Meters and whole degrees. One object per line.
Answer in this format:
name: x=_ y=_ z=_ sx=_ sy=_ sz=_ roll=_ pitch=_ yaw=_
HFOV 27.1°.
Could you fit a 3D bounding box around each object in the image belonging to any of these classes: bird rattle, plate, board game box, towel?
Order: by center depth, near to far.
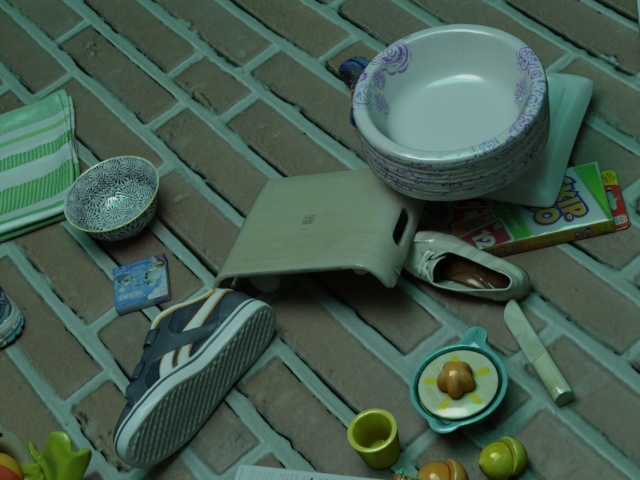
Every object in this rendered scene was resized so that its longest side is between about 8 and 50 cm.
bird rattle: x=-0.439 y=0.360 z=1.824 sx=0.143 sy=0.207 sz=0.253 roll=-14 pitch=34 yaw=33
board game box: x=0.325 y=-0.043 z=2.002 sx=0.259 sy=0.039 sz=0.124 roll=-11 pitch=48 yaw=7
plate: x=0.263 y=-0.185 z=2.081 sx=0.278 sy=0.045 sz=0.277 roll=10 pitch=55 yaw=21
board game box: x=-0.288 y=0.070 z=2.136 sx=0.090 sy=0.020 sz=0.090 roll=-17 pitch=48 yaw=5
towel: x=-0.551 y=-0.129 z=2.400 sx=0.248 sy=0.038 sz=0.325 roll=-21 pitch=46 yaw=3

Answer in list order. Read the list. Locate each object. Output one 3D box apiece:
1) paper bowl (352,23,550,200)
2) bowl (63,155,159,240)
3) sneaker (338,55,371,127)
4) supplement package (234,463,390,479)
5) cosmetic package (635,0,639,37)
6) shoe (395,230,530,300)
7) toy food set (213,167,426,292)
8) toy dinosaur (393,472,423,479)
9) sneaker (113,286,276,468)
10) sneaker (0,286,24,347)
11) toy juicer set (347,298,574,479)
paper bowl: x=0.196 y=-0.174 z=1.961 sx=0.284 sy=0.148 sz=0.284 roll=-6 pitch=51 yaw=8
bowl: x=-0.336 y=-0.055 z=2.224 sx=0.170 sy=0.080 sz=0.170 roll=-10 pitch=48 yaw=11
sneaker: x=0.079 y=-0.232 z=2.229 sx=0.087 sy=0.083 sz=0.221 roll=-31 pitch=45 yaw=-4
supplement package: x=0.009 y=0.382 z=1.668 sx=0.244 sy=0.139 sz=0.134 roll=3 pitch=52 yaw=21
cosmetic package: x=0.542 y=-0.325 z=2.124 sx=0.060 sy=0.099 sz=0.239 roll=-7 pitch=48 yaw=14
shoe: x=0.199 y=0.035 z=1.940 sx=0.219 sy=0.058 sz=0.076 roll=17 pitch=101 yaw=29
toy food set: x=0.000 y=0.000 z=2.032 sx=0.306 sy=0.092 sz=0.219 roll=-5 pitch=41 yaw=29
toy dinosaur: x=0.228 y=0.349 z=1.550 sx=0.322 sy=0.218 sz=0.164 roll=47 pitch=52 yaw=0
sneaker: x=-0.208 y=0.192 z=1.930 sx=0.127 sy=0.126 sz=0.321 roll=23 pitch=51 yaw=30
sneaker: x=-0.592 y=0.060 z=2.188 sx=0.110 sy=0.122 sz=0.283 roll=-43 pitch=49 yaw=-19
toy juicer set: x=0.212 y=0.215 z=1.774 sx=0.329 sy=0.089 sz=0.209 roll=-40 pitch=48 yaw=-16
